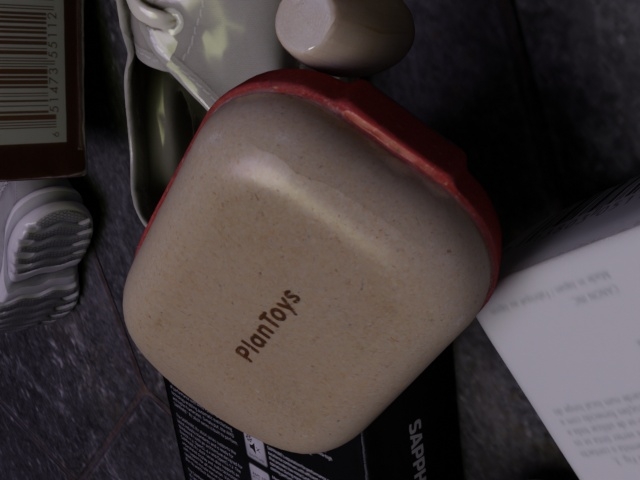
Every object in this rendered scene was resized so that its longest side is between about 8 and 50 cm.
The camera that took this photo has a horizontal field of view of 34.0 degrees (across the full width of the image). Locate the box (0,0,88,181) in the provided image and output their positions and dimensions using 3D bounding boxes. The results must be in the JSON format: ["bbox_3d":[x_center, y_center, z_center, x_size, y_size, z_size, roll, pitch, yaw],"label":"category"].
[{"bbox_3d":[-0.353,-0.159,0.919,0.381,0.143,0.191,12,105,46],"label":"box"}]

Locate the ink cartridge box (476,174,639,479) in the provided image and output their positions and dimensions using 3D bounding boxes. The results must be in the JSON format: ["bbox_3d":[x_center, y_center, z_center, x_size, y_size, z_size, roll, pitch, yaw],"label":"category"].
[{"bbox_3d":[0.272,0.121,0.409,0.385,0.091,0.308,56,145,-4],"label":"ink cartridge box"}]

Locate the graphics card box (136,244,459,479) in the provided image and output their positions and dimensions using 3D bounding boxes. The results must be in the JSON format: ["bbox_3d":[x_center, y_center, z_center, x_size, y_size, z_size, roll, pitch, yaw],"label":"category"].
[{"bbox_3d":[-0.007,0.181,0.774,0.233,0.094,0.371,18,124,44],"label":"graphics card box"}]

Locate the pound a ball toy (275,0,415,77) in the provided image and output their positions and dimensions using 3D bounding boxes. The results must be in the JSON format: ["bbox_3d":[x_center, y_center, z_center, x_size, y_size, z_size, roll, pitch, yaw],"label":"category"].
[{"bbox_3d":[0.006,-0.238,0.395,0.208,0.136,0.319,-23,93,33],"label":"pound a ball toy"}]

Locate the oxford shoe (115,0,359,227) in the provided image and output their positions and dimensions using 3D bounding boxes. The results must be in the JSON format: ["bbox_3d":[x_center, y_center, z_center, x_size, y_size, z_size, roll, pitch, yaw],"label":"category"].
[{"bbox_3d":[-0.060,-0.181,0.581,0.169,0.130,0.449,29,131,42],"label":"oxford shoe"}]

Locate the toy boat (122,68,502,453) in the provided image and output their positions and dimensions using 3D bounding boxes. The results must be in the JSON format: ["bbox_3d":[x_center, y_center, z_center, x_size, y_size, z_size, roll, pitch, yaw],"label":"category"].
[{"bbox_3d":[0.000,0.000,0.536,0.151,0.151,0.231,36,136,-1],"label":"toy boat"}]

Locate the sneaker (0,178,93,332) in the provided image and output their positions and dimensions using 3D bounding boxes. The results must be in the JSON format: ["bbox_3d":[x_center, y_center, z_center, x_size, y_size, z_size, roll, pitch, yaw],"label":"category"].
[{"bbox_3d":[-0.296,0.005,1.046,0.281,0.105,0.115,-49,58,46],"label":"sneaker"}]

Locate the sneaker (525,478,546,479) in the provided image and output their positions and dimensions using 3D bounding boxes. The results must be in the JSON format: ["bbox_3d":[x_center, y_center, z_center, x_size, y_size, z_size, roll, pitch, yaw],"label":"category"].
[{"bbox_3d":[0.136,0.285,0.551,0.236,0.130,0.323,-49,48,16],"label":"sneaker"}]
